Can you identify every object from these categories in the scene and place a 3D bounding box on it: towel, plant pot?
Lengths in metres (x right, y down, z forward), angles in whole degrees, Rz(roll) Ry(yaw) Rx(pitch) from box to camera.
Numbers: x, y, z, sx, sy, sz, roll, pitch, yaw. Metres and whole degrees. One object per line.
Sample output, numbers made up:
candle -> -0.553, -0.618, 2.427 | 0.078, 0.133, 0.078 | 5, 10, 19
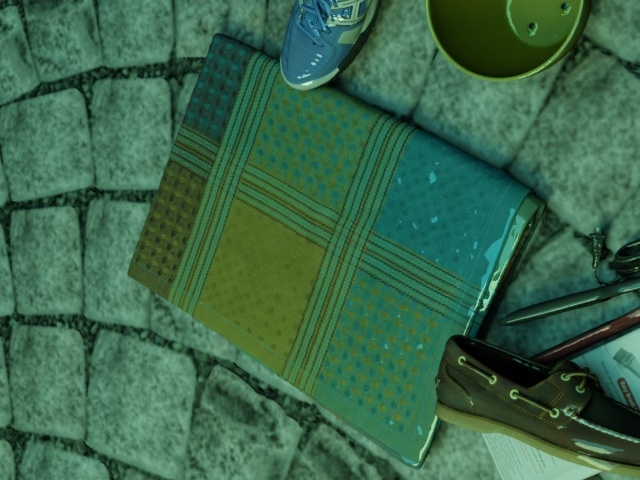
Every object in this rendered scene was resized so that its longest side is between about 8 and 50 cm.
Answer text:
towel -> 0.000, 0.000, 1.246 | 0.370, 0.040, 0.271 | 30, 106, 27
plant pot -> 0.165, -0.193, 1.103 | 0.134, 0.095, 0.134 | 2, 93, 30

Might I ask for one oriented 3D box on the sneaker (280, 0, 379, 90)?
sneaker -> 0.012, -0.223, 1.172 | 0.080, 0.081, 0.211 | 39, 118, 23

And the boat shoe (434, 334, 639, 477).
boat shoe -> 0.182, 0.127, 1.063 | 0.207, 0.073, 0.073 | 14, 101, 30

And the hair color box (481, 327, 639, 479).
hair color box -> 0.219, 0.144, 1.116 | 0.167, 0.053, 0.093 | -30, 76, 30

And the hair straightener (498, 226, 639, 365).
hair straightener -> 0.244, 0.027, 1.097 | 0.230, 0.047, 0.089 | -27, 79, 28
